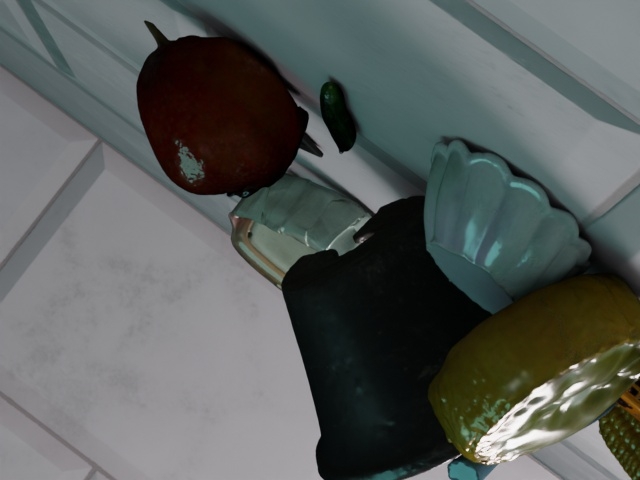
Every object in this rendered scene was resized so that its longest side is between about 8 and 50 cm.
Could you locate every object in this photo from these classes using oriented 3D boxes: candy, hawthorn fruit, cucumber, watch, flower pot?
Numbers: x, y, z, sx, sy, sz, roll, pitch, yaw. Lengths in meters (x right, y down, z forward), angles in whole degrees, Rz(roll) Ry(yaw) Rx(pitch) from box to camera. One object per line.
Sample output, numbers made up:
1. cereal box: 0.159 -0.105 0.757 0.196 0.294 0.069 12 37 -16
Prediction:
1. candy: 0.238 0.136 1.609 0.118 0.260 0.260 55 -179 26
2. hawthorn fruit: -0.131 -0.167 1.828 0.251 0.189 0.189 59 166 -16
3. cucumber: 0.018 -0.144 1.743 0.036 0.033 0.184 61 180 18
4. watch: 0.000 0.000 2.307 0.253 0.162 0.241 38 165 -13
5. flower pot: 0.108 0.105 1.871 0.251 0.379 0.379 61 167 -13

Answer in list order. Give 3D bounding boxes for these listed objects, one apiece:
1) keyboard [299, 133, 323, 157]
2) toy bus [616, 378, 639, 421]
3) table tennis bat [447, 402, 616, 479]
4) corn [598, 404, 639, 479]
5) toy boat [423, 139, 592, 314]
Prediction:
1. keyboard: -0.130 -0.190 2.174 0.381 0.041 0.103 19 161 49
2. toy bus: 0.412 0.190 1.752 0.194 0.088 0.083 38 172 -9
3. table tennis bat: 0.253 0.204 1.858 0.215 0.329 0.044 0 115 36
4. corn: 0.454 0.294 1.825 0.363 0.120 0.120 55 -174 39
5. toy boat: 0.188 0.004 1.611 0.199 0.100 0.290 32 170 27
